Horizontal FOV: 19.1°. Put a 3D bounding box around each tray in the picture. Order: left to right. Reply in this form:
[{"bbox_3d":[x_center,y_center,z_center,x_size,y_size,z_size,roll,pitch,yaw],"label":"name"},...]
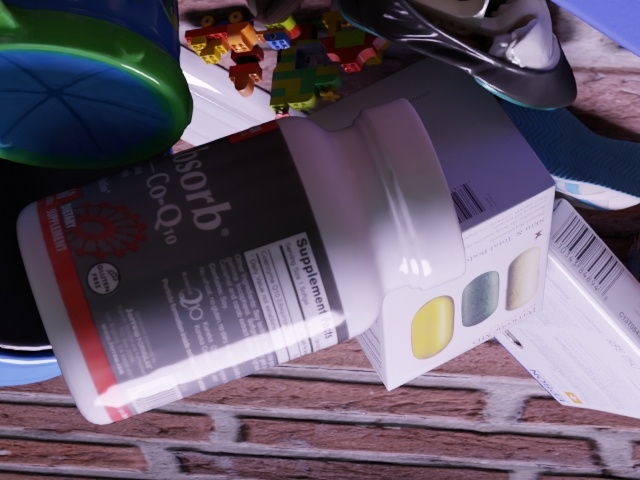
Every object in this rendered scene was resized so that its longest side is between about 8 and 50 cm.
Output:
[{"bbox_3d":[-0.152,-0.150,2.030,0.145,0.030,0.270,-17,148,42],"label":"tray"}]

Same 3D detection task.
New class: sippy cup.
[{"bbox_3d":[-0.222,-0.210,1.664,0.240,0.224,0.305,8,156,-12],"label":"sippy cup"}]

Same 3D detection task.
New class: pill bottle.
[{"bbox_3d":[-0.069,0.011,1.693,0.362,0.210,0.210,-19,156,-4],"label":"pill bottle"}]

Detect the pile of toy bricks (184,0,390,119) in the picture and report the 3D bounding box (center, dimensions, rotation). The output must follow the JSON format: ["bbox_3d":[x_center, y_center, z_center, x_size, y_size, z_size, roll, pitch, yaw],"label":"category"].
[{"bbox_3d":[-0.024,-0.167,1.871,0.212,0.105,0.118,-5,154,23],"label":"pile of toy bricks"}]

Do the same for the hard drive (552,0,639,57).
[{"bbox_3d":[0.344,-0.231,1.734,0.318,0.040,0.210,25,149,-38],"label":"hard drive"}]

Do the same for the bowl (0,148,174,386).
[{"bbox_3d":[-0.305,-0.060,1.812,0.391,0.391,0.077,21,156,-32],"label":"bowl"}]

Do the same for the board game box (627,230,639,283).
[{"bbox_3d":[0.390,0.025,2.244,0.020,0.090,0.090,13,155,-16],"label":"board game box"}]

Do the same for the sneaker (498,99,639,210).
[{"bbox_3d":[0.256,-0.083,2.034,0.228,0.087,0.092,22,154,-30],"label":"sneaker"}]

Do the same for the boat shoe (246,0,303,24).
[{"bbox_3d":[-0.057,-0.256,1.740,0.072,0.068,0.190,46,176,12],"label":"boat shoe"}]

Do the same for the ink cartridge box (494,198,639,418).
[{"bbox_3d":[0.283,0.081,2.214,0.324,0.071,0.330,46,165,-18],"label":"ink cartridge box"}]

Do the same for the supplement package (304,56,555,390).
[{"bbox_3d":[0.103,-0.019,1.951,0.199,0.198,0.263,-27,152,-11],"label":"supplement package"}]

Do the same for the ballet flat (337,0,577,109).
[{"bbox_3d":[0.150,-0.200,1.787,0.280,0.095,0.096,18,141,-27],"label":"ballet flat"}]
